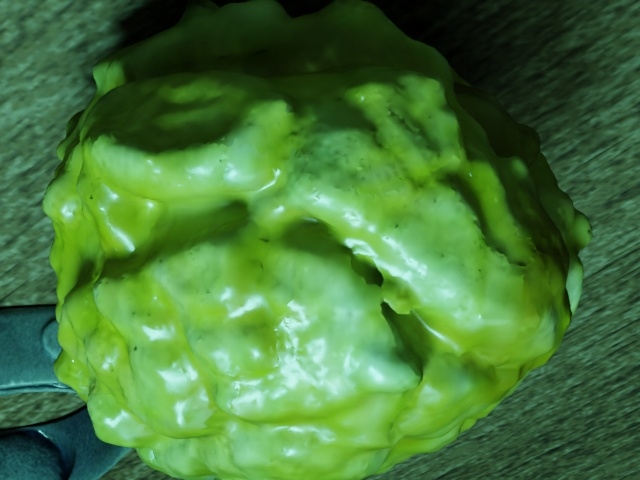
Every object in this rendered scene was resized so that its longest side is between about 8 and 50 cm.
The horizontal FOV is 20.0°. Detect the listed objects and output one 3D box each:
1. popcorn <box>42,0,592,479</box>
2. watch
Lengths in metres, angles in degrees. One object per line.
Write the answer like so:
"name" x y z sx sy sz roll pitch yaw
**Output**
"popcorn" -0.006 -0.005 0.781 0.249 0.225 0.249 -18 167 -4
"watch" -0.211 0.108 1.046 0.206 0.068 0.193 -3 147 -19
